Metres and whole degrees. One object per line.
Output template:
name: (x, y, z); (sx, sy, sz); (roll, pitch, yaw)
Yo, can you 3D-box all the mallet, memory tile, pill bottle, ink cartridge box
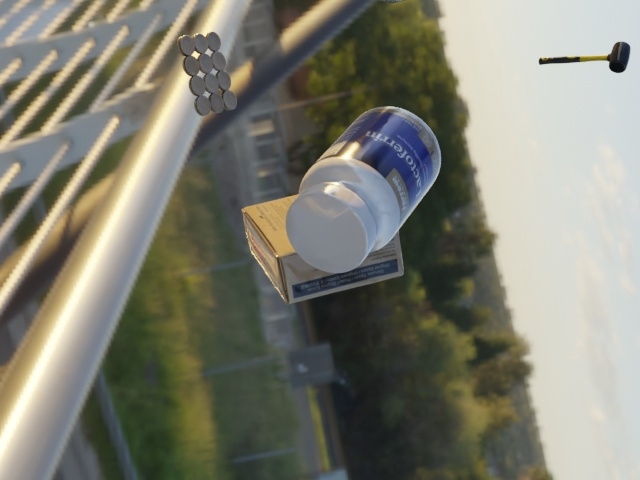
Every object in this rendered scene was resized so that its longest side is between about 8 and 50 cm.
mallet: (0.543, -0.379, 2.543); (0.062, 0.189, 0.039); (-62, 142, -27)
memory tile: (-0.205, -0.301, 2.236); (0.113, 0.012, 0.148); (-24, 102, -52)
pill bottle: (0.060, -0.073, 1.770); (0.265, 0.153, 0.153); (-51, 133, -50)
ink cartridge box: (0.000, 0.000, 1.944); (0.235, 0.193, 0.088); (-129, -153, -64)

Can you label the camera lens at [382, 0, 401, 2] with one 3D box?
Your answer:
camera lens: (0.167, -0.456, 1.710); (0.219, 0.274, 0.219); (47, -34, 46)
